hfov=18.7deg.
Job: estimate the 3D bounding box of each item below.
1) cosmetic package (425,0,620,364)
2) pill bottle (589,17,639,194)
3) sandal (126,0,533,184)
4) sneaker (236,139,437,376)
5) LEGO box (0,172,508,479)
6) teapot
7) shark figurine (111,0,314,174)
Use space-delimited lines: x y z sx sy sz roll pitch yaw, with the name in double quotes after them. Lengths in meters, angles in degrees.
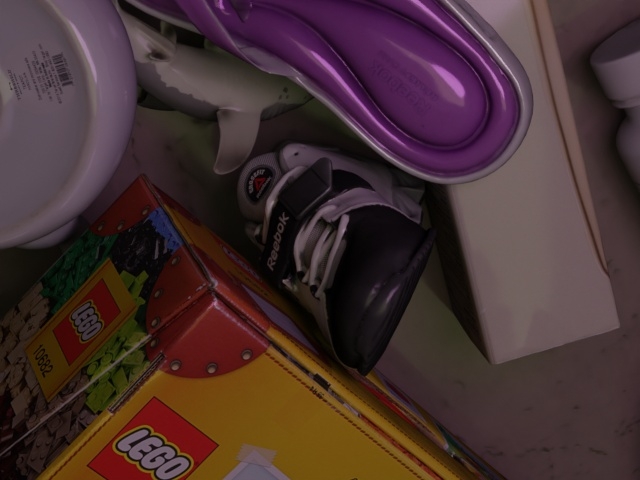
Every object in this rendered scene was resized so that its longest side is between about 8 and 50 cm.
0.135 -0.077 1.534 0.113 0.160 0.309 -17 105 -3 "cosmetic package"
0.315 -0.072 1.575 0.131 0.131 0.229 -30 105 0 "pill bottle"
-0.025 -0.185 1.377 0.416 0.102 0.169 31 109 -3 "sandal"
0.000 0.000 1.447 0.146 0.330 0.122 26 101 -7 "sneaker"
-0.070 0.255 1.486 0.372 0.193 0.500 -45 123 5 "LEGO box"
-0.244 -0.126 1.425 0.252 0.187 0.256 28 109 -1 "teapot"
-0.131 -0.147 1.516 0.278 0.116 0.166 33 63 -21 "shark figurine"
